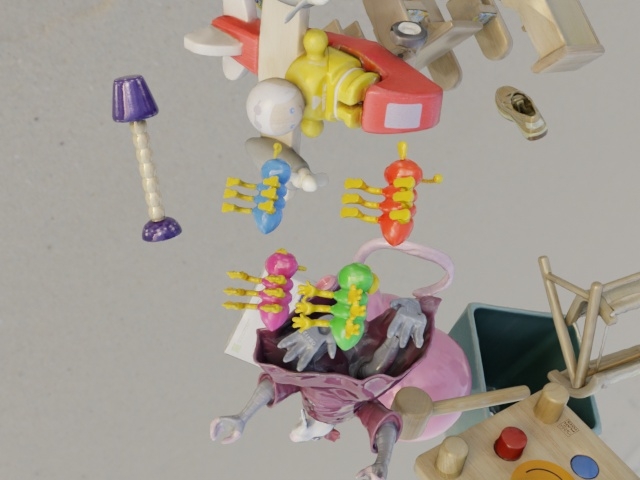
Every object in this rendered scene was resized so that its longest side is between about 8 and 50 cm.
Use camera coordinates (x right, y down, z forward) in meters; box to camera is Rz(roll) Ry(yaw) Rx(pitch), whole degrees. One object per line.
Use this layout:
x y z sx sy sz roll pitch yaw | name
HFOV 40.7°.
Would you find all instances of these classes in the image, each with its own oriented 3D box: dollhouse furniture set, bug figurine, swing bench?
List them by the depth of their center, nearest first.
0.000 0.000 0.923 0.072 0.279 0.216 19 81 -45 | bug figurine
0.533 0.131 1.479 0.253 0.165 0.255 -17 110 -15 | swing bench
0.266 -0.354 1.579 0.394 0.256 0.362 -29 172 39 | dollhouse furniture set

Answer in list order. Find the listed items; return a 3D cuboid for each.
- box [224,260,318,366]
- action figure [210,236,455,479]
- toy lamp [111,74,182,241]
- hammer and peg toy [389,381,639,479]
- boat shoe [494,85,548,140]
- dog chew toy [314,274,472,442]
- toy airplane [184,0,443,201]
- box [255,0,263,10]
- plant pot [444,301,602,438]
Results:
-0.026 0.210 1.955 0.322 0.058 0.232 25 106 -10 | box
0.010 0.173 1.167 0.370 0.248 0.276 98 14 -62 | action figure
-0.289 -0.136 1.431 0.080 0.080 0.275 -22 113 -29 | toy lamp
0.269 0.296 1.160 0.266 0.361 0.127 -19 138 -27 | hammer and peg toy
0.411 -0.282 1.779 0.068 0.190 0.072 -29 128 0 | boat shoe
0.105 0.184 1.443 0.206 0.206 0.332 -42 111 -3 | dog chew toy
-0.050 -0.262 1.338 0.384 0.386 0.272 -23 -158 41 | toy airplane
-0.041 -0.457 1.514 0.169 0.054 0.059 -49 -168 -31 | box
0.354 0.299 1.699 0.247 0.248 0.252 9 145 -19 | plant pot
